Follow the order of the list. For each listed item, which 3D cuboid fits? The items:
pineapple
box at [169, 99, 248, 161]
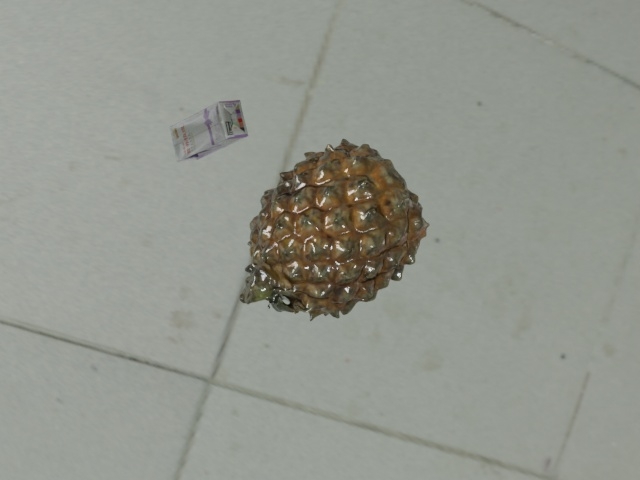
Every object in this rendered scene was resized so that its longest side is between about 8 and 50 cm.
[{"bbox_3d":[0.000,0.000,1.247,0.193,0.166,0.166,-37,112,-10],"label":"pineapple"},{"bbox_3d":[-0.138,-0.134,1.596,0.036,0.117,0.051,-8,85,-39],"label":"box"}]
